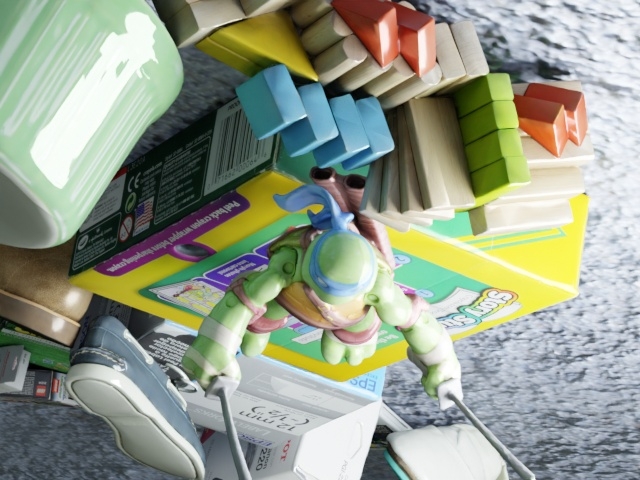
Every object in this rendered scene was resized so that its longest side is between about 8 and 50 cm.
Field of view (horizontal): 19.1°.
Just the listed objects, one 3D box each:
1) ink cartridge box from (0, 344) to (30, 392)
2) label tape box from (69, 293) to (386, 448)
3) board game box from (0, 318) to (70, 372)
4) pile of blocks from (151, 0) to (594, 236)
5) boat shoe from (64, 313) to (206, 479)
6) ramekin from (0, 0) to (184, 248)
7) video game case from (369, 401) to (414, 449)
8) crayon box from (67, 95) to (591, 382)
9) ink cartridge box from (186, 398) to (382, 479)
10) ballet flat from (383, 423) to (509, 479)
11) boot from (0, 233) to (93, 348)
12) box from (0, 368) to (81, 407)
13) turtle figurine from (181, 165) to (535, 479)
[{"bbox_3d":[-0.365,0.149,2.200,0.083,0.048,0.028,-9,151,40],"label":"ink cartridge box"},{"bbox_3d":[-0.120,0.127,2.007,0.249,0.115,0.347,21,150,-24],"label":"label tape box"},{"bbox_3d":[-0.252,0.134,2.218,0.259,0.030,0.136,18,159,-19],"label":"board game box"},{"bbox_3d":[0.059,-0.102,1.350,0.362,0.149,0.112,21,156,-24],"label":"pile of blocks"},{"bbox_3d":[-0.174,0.160,1.878,0.095,0.079,0.254,-1,149,27],"label":"boat shoe"},{"bbox_3d":[-0.263,-0.122,1.337,0.303,0.148,0.303,24,161,9],"label":"ramekin"},{"bbox_3d":[0.005,0.218,2.319,0.190,0.022,0.173,-2,154,26],"label":"video game case"},{"bbox_3d":[0.000,0.000,1.680,0.313,0.106,0.363,21,154,-28],"label":"crayon box"},{"bbox_3d":[-0.046,0.240,2.174,0.092,0.159,0.218,39,141,-27],"label":"ink cartridge box"},{"bbox_3d":[0.162,0.287,2.305,0.139,0.139,0.400,6,161,11],"label":"ballet flat"},{"bbox_3d":[-0.340,0.004,1.867,0.305,0.115,0.112,19,172,27],"label":"boot"},{"bbox_3d":[-0.399,0.177,2.337,0.207,0.036,0.114,3,171,17],"label":"box"},{"bbox_3d":[-0.003,0.096,1.472,0.197,0.275,0.266,-26,180,-7],"label":"turtle figurine"}]
